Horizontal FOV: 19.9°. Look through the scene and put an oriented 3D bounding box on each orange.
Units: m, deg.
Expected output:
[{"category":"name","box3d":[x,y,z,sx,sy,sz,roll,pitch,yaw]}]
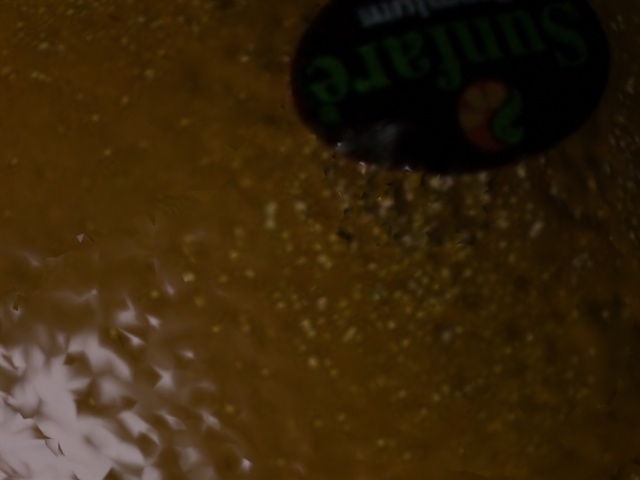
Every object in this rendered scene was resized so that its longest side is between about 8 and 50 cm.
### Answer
[{"category":"orange","box3d":[0.000,0.000,0.430,0.236,0.236,0.236,40,149,29]}]
